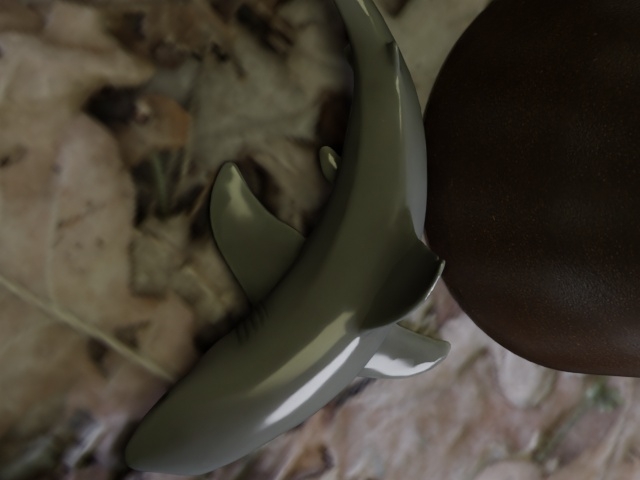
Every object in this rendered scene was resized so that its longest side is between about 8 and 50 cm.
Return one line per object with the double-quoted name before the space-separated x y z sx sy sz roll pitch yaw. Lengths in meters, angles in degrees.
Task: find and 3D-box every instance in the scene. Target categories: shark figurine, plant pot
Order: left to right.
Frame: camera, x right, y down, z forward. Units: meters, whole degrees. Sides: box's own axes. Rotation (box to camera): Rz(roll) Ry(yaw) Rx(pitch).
"shark figurine" 0.019 -0.021 0.656 0.166 0.116 0.278 8 94 -24
"plant pot" 0.188 -0.027 0.657 0.215 0.230 0.215 -2 96 -21
